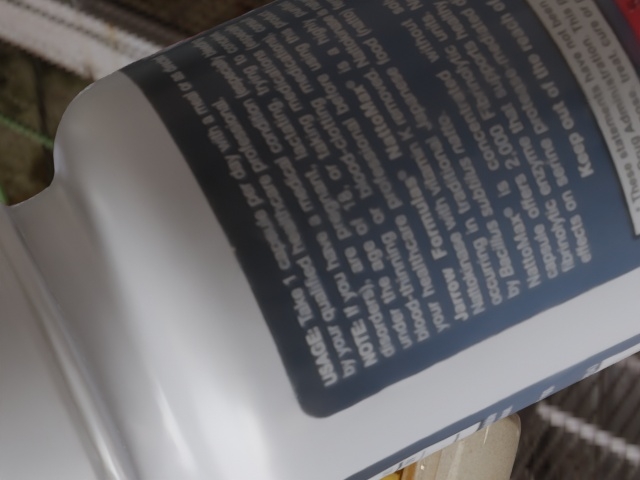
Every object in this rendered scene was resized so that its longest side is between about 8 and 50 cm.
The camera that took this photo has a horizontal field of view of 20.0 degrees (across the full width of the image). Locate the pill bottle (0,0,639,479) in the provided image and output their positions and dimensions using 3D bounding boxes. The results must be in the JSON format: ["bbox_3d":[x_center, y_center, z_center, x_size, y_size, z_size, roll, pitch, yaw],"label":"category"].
[{"bbox_3d":[0.000,0.000,0.408,0.180,0.108,0.108,-25,-126,-11],"label":"pill bottle"}]

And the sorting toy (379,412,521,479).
[{"bbox_3d":[-0.043,0.126,0.700,0.208,0.193,0.038,13,-155,3],"label":"sorting toy"}]
